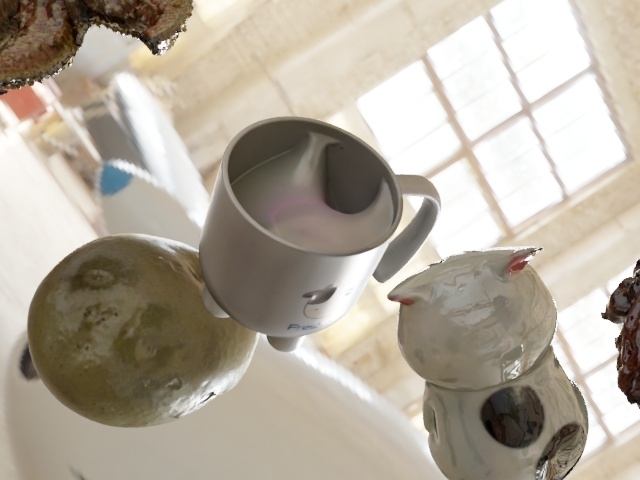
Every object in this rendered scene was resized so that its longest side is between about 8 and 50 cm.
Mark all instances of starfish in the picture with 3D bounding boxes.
[{"bbox_3d":[-0.233,-0.206,1.041,0.113,0.312,0.303,58,35,-38],"label":"starfish"}]

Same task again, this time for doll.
[{"bbox_3d":[0.111,0.084,0.804,0.107,0.110,0.180,-111,-179,-68],"label":"doll"}]

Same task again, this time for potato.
[{"bbox_3d":[-0.158,0.081,1.125,0.160,0.235,0.177,-12,-102,50],"label":"potato"}]

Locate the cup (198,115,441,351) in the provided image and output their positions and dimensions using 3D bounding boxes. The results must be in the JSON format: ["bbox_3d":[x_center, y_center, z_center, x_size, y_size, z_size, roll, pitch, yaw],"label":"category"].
[{"bbox_3d":[-0.011,-0.006,0.936,0.134,0.173,0.142,39,-42,15],"label":"cup"}]

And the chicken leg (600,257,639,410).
[{"bbox_3d":[0.338,0.183,1.067,0.096,0.158,0.406,94,0,-60],"label":"chicken leg"}]
